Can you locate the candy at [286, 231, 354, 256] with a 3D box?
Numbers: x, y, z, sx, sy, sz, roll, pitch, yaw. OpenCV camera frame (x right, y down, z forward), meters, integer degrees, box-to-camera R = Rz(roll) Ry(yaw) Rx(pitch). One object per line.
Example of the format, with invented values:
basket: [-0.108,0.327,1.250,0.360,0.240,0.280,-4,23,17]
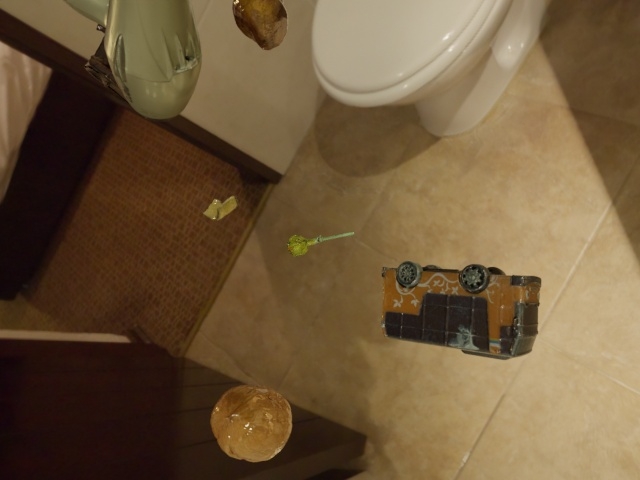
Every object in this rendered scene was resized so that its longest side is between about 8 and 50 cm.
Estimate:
candy: [0.000,0.000,1.255,0.193,0.058,0.062,-13,69,6]

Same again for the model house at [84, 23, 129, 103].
model house: [-0.413,-0.398,1.000,0.203,0.141,0.164,38,83,-2]

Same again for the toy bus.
toy bus: [0.308,0.149,1.008,0.323,0.162,0.194,1,84,38]

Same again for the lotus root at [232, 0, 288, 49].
lotus root: [-0.190,-0.762,1.482,0.193,0.291,0.193,0,90,0]

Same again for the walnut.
walnut: [-0.177,0.471,1.165,0.195,0.221,0.195,-12,61,22]

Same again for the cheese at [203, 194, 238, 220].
cheese: [-0.235,-0.074,1.062,0.084,0.041,0.060,-3,37,44]

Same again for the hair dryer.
hair dryer: [-0.172,-0.227,0.360,0.088,0.225,0.219,-50,15,-33]
